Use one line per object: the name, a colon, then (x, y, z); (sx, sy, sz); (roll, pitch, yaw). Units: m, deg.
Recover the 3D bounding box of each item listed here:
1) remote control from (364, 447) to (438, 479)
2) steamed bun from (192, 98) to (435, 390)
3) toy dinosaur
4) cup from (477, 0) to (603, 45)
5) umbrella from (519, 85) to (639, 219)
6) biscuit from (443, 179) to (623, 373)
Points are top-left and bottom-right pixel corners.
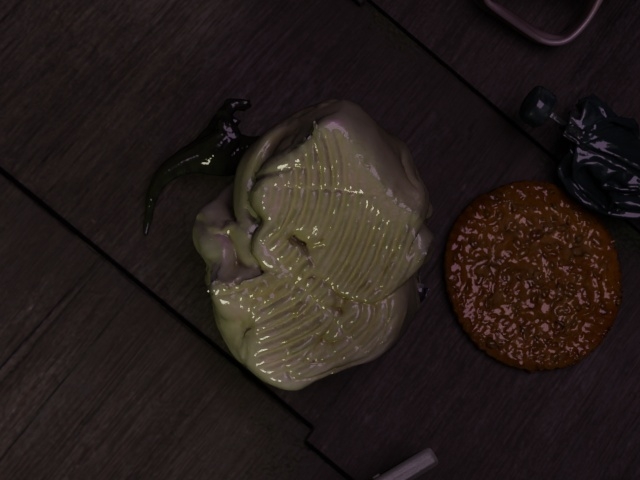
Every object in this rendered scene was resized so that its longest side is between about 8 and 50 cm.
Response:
remote control: (0.046, 0.301, 1.807); (0.190, 0.087, 0.029); (-28, 82, -20)
steamed bun: (0.000, 0.000, 1.798); (0.275, 0.206, 0.320); (33, 102, -7)
toy dinosaur: (-0.104, -0.072, 1.856); (0.187, 0.087, 0.179); (19, 70, -10)
cup: (0.308, -0.418, 2.005); (0.273, 0.208, 0.288); (15, 71, -14)
umbrella: (0.399, -0.085, 2.007); (0.349, 0.094, 0.143); (31, 47, -13)
biscuit: (0.272, 0.043, 1.969); (0.254, 0.035, 0.254); (4, 76, -15)
